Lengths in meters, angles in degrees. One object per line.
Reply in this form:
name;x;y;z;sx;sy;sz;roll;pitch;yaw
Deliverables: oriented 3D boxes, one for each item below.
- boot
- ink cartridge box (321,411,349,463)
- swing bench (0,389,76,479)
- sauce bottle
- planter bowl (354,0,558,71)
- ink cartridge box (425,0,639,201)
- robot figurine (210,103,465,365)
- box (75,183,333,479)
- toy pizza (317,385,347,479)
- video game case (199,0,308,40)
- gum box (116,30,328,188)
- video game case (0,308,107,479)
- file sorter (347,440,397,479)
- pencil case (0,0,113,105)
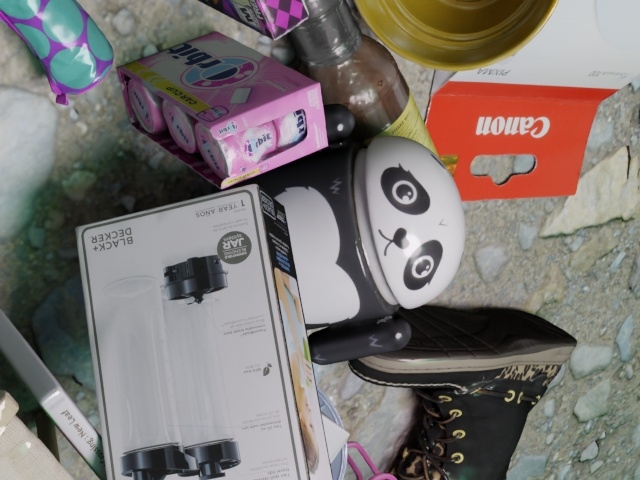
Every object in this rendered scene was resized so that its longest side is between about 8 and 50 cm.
boot;0.159;0.233;1.340;0.377;0.138;0.284;1;114;-44
ink cartridge box;-0.102;0.148;1.024;0.092;0.219;0.160;-53;135;-5
swing bench;-0.305;0.193;0.863;0.165;0.255;0.253;-37;132;-15
sauce bottle;0.047;-0.127;1.053;0.111;0.111;0.344;-40;134;-13
planter bowl;0.140;-0.283;1.019;0.090;0.217;0.217;-44;149;-64
ink cartridge box;0.280;-0.212;1.202;0.308;0.091;0.384;-4;116;-36
robot figurine;-0.001;-0.001;0.983;0.278;0.173;0.209;-12;145;17
box;-0.094;0.116;0.852;0.169;0.289;0.087;-14;166;10
toy pizza;-0.070;0.241;1.168;0.201;0.032;0.201;0;88;-6
video game case;-0.117;-0.278;0.769;0.042;0.210;0.232;-39;133;-13
gum box;-0.086;-0.117;0.901;0.107;0.188;0.062;-26;126;-25
video game case;-0.236;0.142;0.916;0.023;0.212;0.193;-38;132;-16
file sorter;0.051;0.377;1.229;0.182;0.291;0.202;-43;133;-14
pencil case;-0.233;-0.185;0.833;0.070;0.064;0.151;-57;136;-19
